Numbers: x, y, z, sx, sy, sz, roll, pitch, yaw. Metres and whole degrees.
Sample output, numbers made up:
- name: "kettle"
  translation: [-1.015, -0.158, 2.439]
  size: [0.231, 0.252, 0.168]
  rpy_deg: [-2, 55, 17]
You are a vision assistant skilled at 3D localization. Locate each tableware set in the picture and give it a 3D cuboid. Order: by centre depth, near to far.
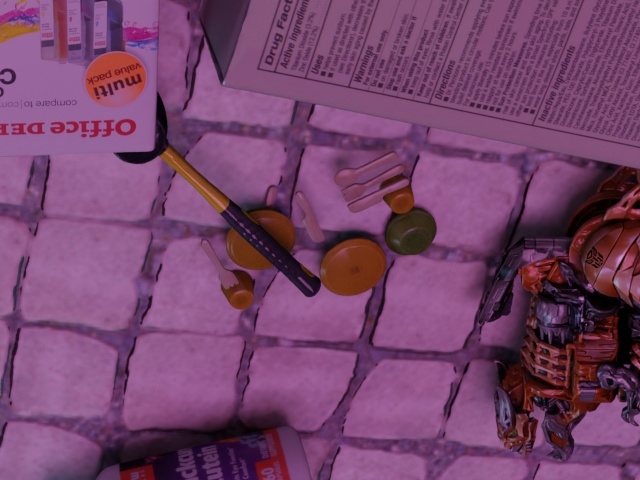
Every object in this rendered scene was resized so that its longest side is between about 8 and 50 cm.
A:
- name: "tableware set"
  translation: [0.000, 0.000, 1.115]
  size: [0.154, 0.024, 0.104]
  rpy_deg: [-26, 126, 2]

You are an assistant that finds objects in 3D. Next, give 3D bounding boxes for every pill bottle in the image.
- name: "pill bottle"
  translation: [-0.100, 0.204, 1.162]
  size: [0.194, 0.108, 0.108]
  rpy_deg: [-13, 123, -6]

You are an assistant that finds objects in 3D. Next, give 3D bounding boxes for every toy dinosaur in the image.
- name: "toy dinosaur"
  translation: [0.236, 0.030, 1.123]
  size: [0.218, 0.164, 0.322]
  rpy_deg: [21, 137, -6]

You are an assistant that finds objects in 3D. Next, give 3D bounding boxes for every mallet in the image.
- name: "mallet"
  translation: [-0.069, -0.032, 1.055]
  size: [0.039, 0.062, 0.190]
  rpy_deg: [-41, 122, 11]

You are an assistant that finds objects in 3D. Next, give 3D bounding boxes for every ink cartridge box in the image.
- name: "ink cartridge box"
  translation: [-0.159, -0.150, 0.922]
  size: [0.128, 0.127, 0.176]
  rpy_deg: [-3, 122, -12]

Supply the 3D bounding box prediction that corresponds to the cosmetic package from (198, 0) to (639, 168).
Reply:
- name: "cosmetic package"
  translation: [0.098, -0.153, 0.991]
  size: [0.310, 0.113, 0.160]
  rpy_deg: [11, 117, -19]
